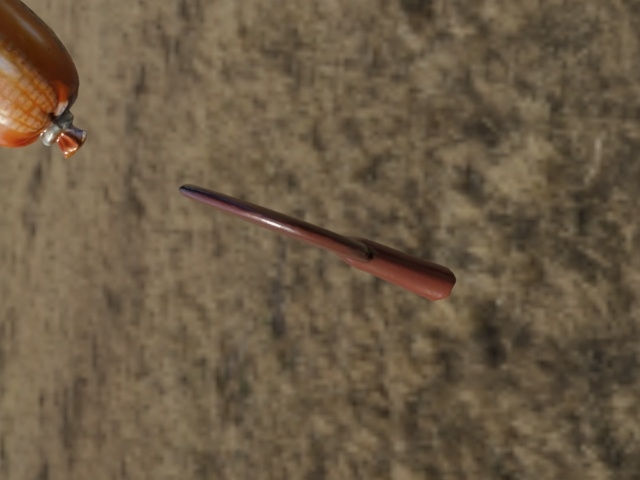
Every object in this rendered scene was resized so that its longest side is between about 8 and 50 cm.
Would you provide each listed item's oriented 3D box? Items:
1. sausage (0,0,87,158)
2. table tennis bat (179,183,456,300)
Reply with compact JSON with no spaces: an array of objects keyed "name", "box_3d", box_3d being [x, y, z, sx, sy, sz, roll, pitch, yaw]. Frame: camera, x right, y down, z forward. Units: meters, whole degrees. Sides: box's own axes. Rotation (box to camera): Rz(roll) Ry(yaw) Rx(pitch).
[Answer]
[{"name":"sausage","box_3d":[-0.272,-0.166,0.980,0.093,0.312,0.093,-48,8,9]},{"name":"table tennis bat","box_3d":[0.000,0.000,0.766,0.098,0.155,0.019,17,87,65]}]
